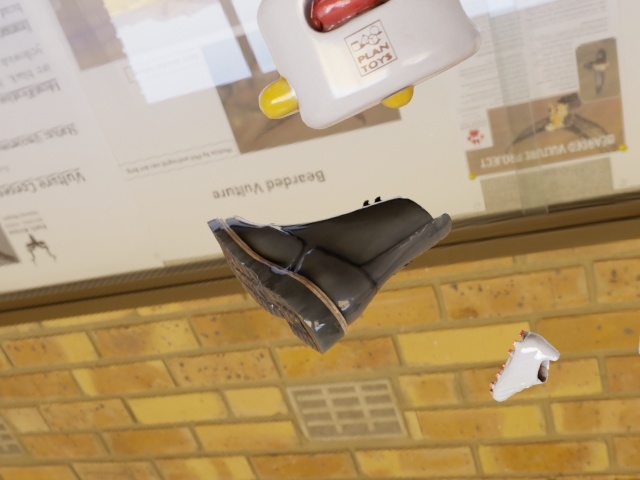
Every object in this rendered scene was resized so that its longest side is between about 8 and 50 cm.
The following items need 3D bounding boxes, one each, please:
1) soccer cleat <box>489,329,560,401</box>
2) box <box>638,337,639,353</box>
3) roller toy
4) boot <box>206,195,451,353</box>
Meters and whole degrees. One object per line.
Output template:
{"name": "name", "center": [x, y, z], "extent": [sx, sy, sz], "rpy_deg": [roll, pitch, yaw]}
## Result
{"name": "soccer cleat", "center": [0.352, 0.235, 1.112], "extent": [0.076, 0.196, 0.068], "rpy_deg": [33, -128, 22]}
{"name": "box", "center": [0.347, 0.021, 0.458], "extent": [0.119, 0.181, 0.181], "rpy_deg": [-33, -143, 64]}
{"name": "roller toy", "center": [0.047, -0.195, 0.613], "extent": [0.209, 0.146, 0.191], "rpy_deg": [-30, -172, -31]}
{"name": "boot", "center": [0.000, 0.000, 0.527], "extent": [0.137, 0.077, 0.198], "rpy_deg": [-38, -140, -15]}
